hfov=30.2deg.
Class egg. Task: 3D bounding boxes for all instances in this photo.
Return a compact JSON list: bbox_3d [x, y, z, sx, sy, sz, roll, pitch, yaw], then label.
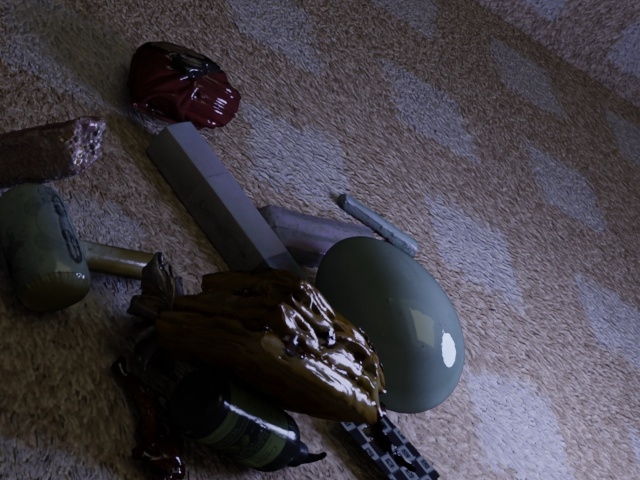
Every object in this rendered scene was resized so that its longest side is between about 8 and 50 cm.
[{"bbox_3d":[0.115,0.139,2.083,0.230,0.230,0.371,13,36,-41],"label":"egg"}]

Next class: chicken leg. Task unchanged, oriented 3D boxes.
[{"bbox_3d":[-0.242,0.261,1.704,0.089,0.048,0.219,17,42,-42],"label":"chicken leg"}]

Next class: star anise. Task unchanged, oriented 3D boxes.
[{"bbox_3d":[-0.250,0.119,1.788,0.195,0.065,0.183,65,27,-64],"label":"star anise"}]

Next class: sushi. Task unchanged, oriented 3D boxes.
[{"bbox_3d":[0.111,0.364,2.012,0.201,0.031,0.139,48,25,8],"label":"sushi"}]

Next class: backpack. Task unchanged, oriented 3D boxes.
[{"bbox_3d":[-0.251,-0.284,2.214,0.229,0.139,0.229,26,9,-4],"label":"backpack"}]

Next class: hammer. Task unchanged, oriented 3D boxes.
[{"bbox_3d":[-0.346,0.023,1.808,0.305,0.113,0.202,12,47,-49],"label":"hammer"}]

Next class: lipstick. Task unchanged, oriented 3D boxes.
[{"bbox_3d":[-0.168,-0.046,2.110,0.371,0.076,0.079,52,33,11],"label":"lipstick"}]

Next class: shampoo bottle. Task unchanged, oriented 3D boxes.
[{"bbox_3d":[-0.102,0.284,1.769,0.284,0.101,0.101,38,28,-46],"label":"shampoo bottle"}]

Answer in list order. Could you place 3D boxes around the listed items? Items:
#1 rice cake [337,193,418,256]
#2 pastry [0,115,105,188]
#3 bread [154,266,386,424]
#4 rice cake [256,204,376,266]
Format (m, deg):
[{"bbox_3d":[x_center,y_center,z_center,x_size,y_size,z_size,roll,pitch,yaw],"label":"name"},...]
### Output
[{"bbox_3d":[0.121,-0.033,2.471,0.207,0.033,0.033,35,35,-17],"label":"rice cake"},{"bbox_3d":[-0.441,-0.133,1.798,0.103,0.265,0.112,-29,117,-57],"label":"pastry"},{"bbox_3d":[-0.057,0.151,1.766,0.324,0.277,0.167,35,69,-42],"label":"bread"},{"bbox_3d":[0.002,0.002,2.277,0.297,0.050,0.106,12,46,-43],"label":"rice cake"}]
